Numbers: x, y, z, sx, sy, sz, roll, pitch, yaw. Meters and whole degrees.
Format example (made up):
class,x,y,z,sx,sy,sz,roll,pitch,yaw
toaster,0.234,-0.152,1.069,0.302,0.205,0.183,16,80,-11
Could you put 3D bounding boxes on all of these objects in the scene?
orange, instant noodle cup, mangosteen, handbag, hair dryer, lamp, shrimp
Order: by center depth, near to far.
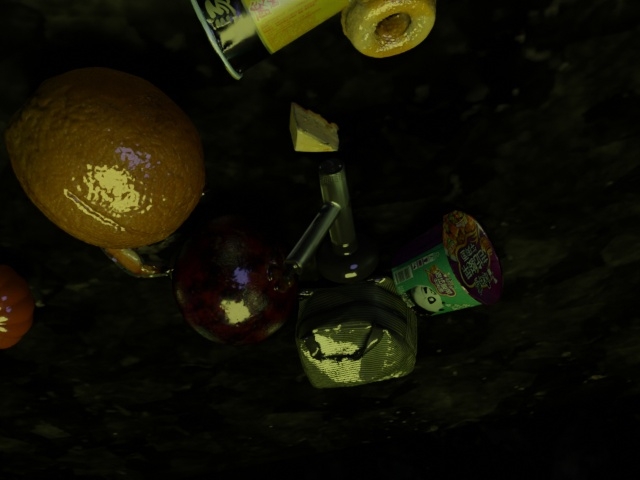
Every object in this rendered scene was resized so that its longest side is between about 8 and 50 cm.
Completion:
class,x,y,z,sx,sy,sz,roll,pitch,yaw
instant noodle cup,-0.082,-0.402,1.359,0.236,0.216,0.215,-23,143,7
orange,-0.393,-0.151,1.537,0.357,0.322,0.322,28,131,-32
shrimp,-0.359,-0.031,1.835,0.290,0.222,0.054,-21,-172,9
hair dryer,-0.010,0.005,1.914,0.284,0.155,0.320,-47,145,-18
mangosteen,-0.219,0.098,1.948,0.359,0.306,0.306,-15,148,36
lamp,-0.791,0.156,1.981,0.223,0.196,0.223,1,108,4
instant noodle cup,0.309,0.073,2.086,0.190,0.251,0.251,-26,142,37
handbag,0.084,0.239,2.248,0.340,0.247,0.240,-10,144,12

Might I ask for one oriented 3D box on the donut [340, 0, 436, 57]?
class,x,y,z,sx,sy,sz,roll,pitch,yaw
donut,0.126,-0.399,1.510,0.178,0.065,0.162,-30,140,26

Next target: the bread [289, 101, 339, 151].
class,x,y,z,sx,sy,sz,roll,pitch,yaw
bread,-0.006,-0.228,1.705,0.109,0.084,0.080,-1,146,-11
